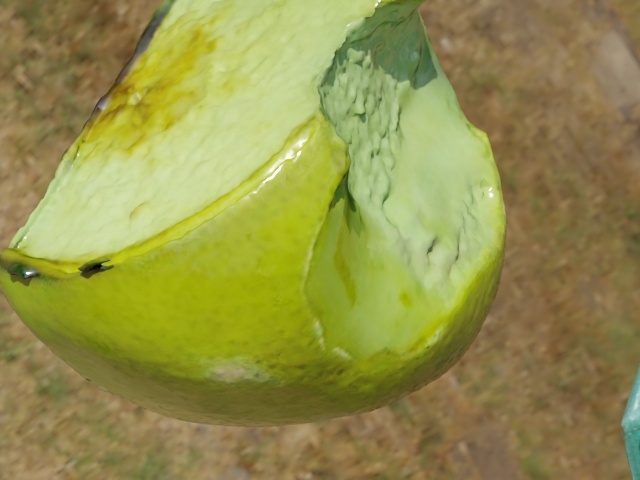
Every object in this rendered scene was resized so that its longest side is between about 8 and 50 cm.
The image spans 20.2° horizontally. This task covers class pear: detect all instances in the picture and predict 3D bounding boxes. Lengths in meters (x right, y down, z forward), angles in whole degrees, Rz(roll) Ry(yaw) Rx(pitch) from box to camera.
[{"bbox_3d":[0.000,0.000,1.025,0.282,0.176,0.286,57,50,-40],"label":"pear"}]

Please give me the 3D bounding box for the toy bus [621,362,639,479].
[{"bbox_3d":[0.255,0.060,0.979,0.256,0.147,0.128,-59,135,-51],"label":"toy bus"}]
